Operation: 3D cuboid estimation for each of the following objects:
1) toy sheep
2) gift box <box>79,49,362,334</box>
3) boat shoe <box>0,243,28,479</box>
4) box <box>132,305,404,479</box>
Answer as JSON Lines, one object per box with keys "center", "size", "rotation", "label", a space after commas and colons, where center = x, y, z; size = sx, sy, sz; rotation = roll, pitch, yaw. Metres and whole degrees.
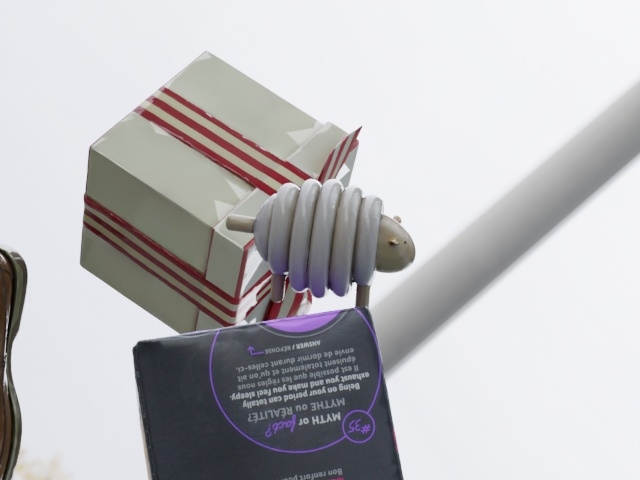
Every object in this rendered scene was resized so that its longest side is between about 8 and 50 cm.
{"center": [0.000, 0.000, 1.170], "size": [0.132, 0.091, 0.091], "rotation": [6, -22, 1], "label": "toy sheep"}
{"center": [-0.096, -0.048, 1.981], "size": [0.258, 0.276, 0.255], "rotation": [34, -33, 16], "label": "gift box"}
{"center": [-0.401, 0.154, 1.902], "size": [0.111, 0.307, 0.104], "rotation": [3, 3, 22], "label": "boat shoe"}
{"center": [-0.027, 0.196, 1.153], "size": [0.143, 0.165, 0.270], "rotation": [110, -29, -76], "label": "box"}
